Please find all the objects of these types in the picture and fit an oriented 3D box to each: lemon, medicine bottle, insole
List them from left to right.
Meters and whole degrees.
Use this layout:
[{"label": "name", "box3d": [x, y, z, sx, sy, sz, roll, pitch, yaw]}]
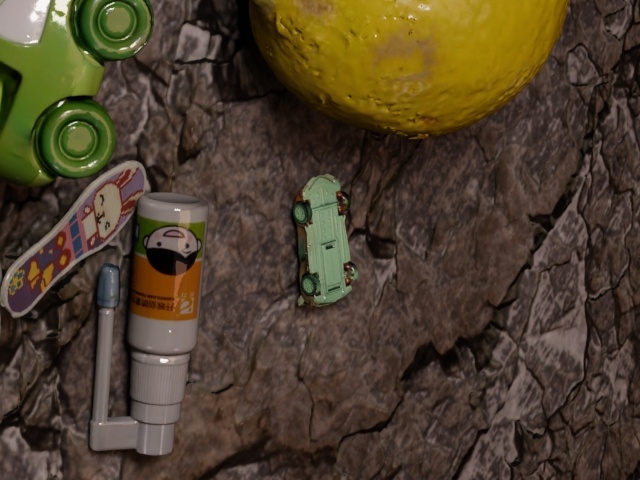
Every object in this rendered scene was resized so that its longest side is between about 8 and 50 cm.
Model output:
[{"label": "insole", "box3d": [-0.196, -0.005, 1.541, 0.197, 0.004, 0.065, -46, 144, -43]}, {"label": "medicine bottle", "box3d": [-0.146, 0.072, 1.609, 0.092, 0.061, 0.221, 0, 104, -25]}, {"label": "lemon", "box3d": [0.069, -0.213, 1.616, 0.310, 0.258, 0.258, -9, 107, -41]}]

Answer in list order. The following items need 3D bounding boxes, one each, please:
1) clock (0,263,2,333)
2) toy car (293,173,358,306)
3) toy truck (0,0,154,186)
[{"label": "clock", "box3d": [-0.291, 0.108, 1.414, 0.236, 0.053, 0.236, 14, 90, -88]}, {"label": "toy car", "box3d": [0.000, 0.000, 1.752, 0.059, 0.035, 0.122, -17, 104, -42]}, {"label": "toy truck", "box3d": [-0.239, -0.133, 1.410, 0.210, 0.148, 0.187, -3, 106, -23]}]
